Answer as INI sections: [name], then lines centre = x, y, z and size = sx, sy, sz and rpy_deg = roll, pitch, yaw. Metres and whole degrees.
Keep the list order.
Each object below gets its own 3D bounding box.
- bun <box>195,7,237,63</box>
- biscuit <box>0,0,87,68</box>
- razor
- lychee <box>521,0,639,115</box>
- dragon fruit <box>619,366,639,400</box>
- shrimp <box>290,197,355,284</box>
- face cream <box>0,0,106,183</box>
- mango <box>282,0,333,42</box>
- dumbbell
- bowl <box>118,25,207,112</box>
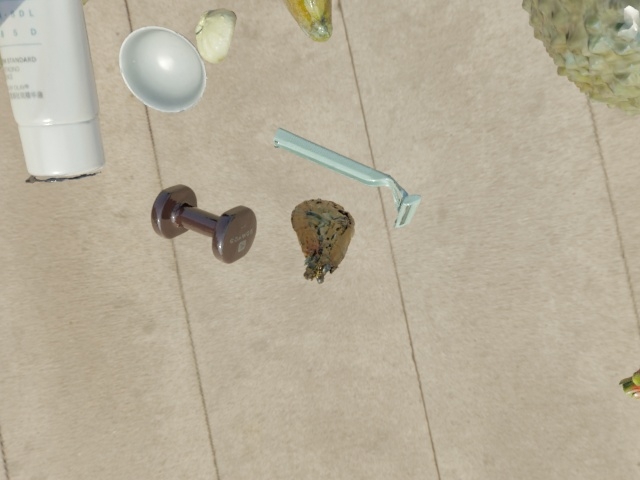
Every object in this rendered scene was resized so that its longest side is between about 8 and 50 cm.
[bun]
centre = -0.163, -0.316, 0.926
size = 0.055, 0.086, 0.086
rpy_deg = 14, 90, -21
[biscuit]
centre = -0.395, -0.287, 0.768
size = 0.290, 0.141, 0.038
rpy_deg = -43, 90, -6
[razor]
centre = 0.044, -0.122, 1.042
size = 0.278, 0.111, 0.056
rpy_deg = 32, 74, 9
[lychee]
centre = 0.281, -0.216, 0.489
size = 0.255, 0.255, 0.274
rpy_deg = 33, 56, 4
[dragon fruit]
centre = 0.454, 0.180, 0.791
size = 0.086, 0.116, 0.081
rpy_deg = 18, 51, -22
[shrimp]
centre = 0.000, 0.000, 0.798
size = 0.091, 0.184, 0.043
rpy_deg = 18, 124, -7
[face cream]
centre = -0.196, -0.164, 0.422
size = 0.092, 0.058, 0.243
rpy_deg = 5, 110, 27
[mango]
centre = -0.039, -0.604, 1.370
size = 0.146, 0.193, 0.316
rpy_deg = -22, 100, -1
[dumbbell]
centre = -0.269, -0.041, 1.398
size = 0.225, 0.140, 0.124
rpy_deg = 20, 119, 25
[bowl]
centre = -0.320, -0.375, 1.288
size = 0.189, 0.086, 0.189
rpy_deg = 6, 129, 7
